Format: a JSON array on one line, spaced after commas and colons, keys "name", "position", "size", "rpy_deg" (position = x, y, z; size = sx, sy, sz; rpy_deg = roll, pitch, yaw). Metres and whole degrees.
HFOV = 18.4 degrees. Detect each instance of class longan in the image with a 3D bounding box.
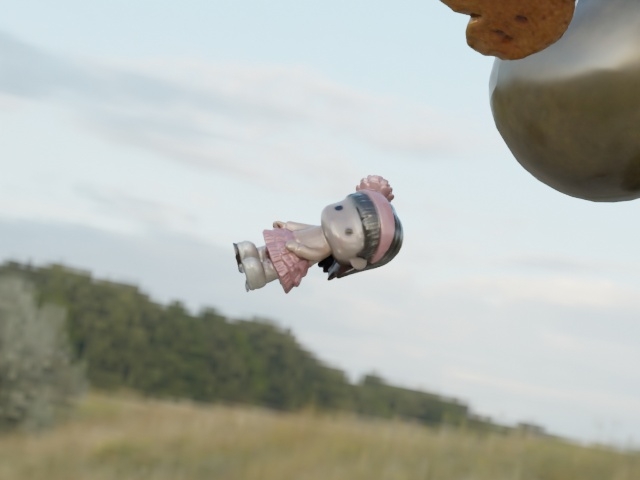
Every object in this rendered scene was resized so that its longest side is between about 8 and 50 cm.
[{"name": "longan", "position": [0.222, -0.118, 1.497], "size": [0.189, 0.189, 0.189], "rpy_deg": [11, -7, 1]}]

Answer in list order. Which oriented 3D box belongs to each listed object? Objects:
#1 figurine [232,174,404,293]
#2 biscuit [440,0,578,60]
[{"name": "figurine", "position": [0.000, 0.000, 1.460], "size": [0.129, 0.072, 0.054], "rpy_deg": [-20, -44, -3]}, {"name": "biscuit", "position": [0.066, -0.204, 0.905], "size": [0.183, 0.043, 0.280], "rpy_deg": [-2, -54, 20]}]
